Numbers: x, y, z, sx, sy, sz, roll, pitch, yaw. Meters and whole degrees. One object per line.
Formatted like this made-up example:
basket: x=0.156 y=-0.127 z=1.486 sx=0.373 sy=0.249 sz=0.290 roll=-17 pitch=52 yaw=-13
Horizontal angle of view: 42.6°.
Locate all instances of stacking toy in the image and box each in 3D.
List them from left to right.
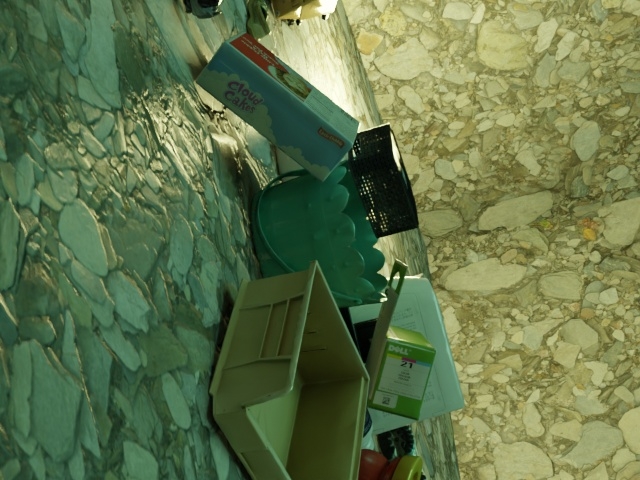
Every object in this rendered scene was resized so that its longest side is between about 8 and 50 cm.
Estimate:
stacking toy: x=0.052 y=0.509 z=1.380 sx=0.309 sy=0.130 sz=0.279 roll=-17 pitch=119 yaw=-66

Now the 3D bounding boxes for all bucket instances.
bucket: x=0.000 y=0.000 z=1.494 sx=0.281 sy=0.183 sz=0.281 roll=-15 pitch=90 yaw=-78

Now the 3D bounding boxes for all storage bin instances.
storage bin: x=-0.035 y=0.218 z=1.178 sx=0.260 sy=0.123 sz=0.262 roll=-79 pitch=153 yaw=-49
storage bin: x=0.116 y=-0.108 z=1.508 sx=0.122 sy=0.084 sz=0.180 roll=-91 pitch=161 yaw=-51

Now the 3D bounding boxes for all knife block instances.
knife block: x=-0.002 y=-0.627 z=2.093 sx=0.242 sy=0.275 sz=0.088 roll=-19 pitch=94 yaw=-48

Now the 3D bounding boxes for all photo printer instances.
photo printer: x=0.147 y=0.236 z=1.736 sx=0.107 sy=0.256 sz=0.307 roll=-176 pitch=-110 yaw=-83

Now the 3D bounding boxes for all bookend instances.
bookend: x=0.065 y=0.168 z=1.631 sx=0.072 sy=0.157 sz=0.156 roll=91 pitch=-14 yaw=-86

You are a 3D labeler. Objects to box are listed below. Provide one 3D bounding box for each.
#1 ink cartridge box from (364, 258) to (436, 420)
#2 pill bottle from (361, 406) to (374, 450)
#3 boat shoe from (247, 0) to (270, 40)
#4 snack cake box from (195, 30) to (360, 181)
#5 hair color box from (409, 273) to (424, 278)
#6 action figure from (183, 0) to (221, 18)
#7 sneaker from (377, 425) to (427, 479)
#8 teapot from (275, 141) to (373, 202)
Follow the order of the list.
ink cartridge box: x=0.154 y=0.173 z=1.493 sx=0.189 sy=0.097 sz=0.255 roll=-110 pitch=-144 yaw=-87
pill bottle: x=0.043 y=0.327 z=1.519 sx=0.094 sy=0.094 sz=0.169 roll=-83 pitch=156 yaw=-59
boat shoe: x=-0.129 y=-0.485 z=1.782 sx=0.153 sy=0.048 sz=0.056 roll=-89 pitch=161 yaw=-50
snack cake box: x=-0.065 y=-0.228 z=1.379 sx=0.264 sy=0.089 sz=0.152 roll=38 pitch=22 yaw=-7
hair color box: x=0.162 y=0.174 z=2.013 sx=0.374 sy=0.185 sz=0.114 roll=-21 pitch=96 yaw=-78
action figure: x=-0.209 y=-0.427 z=1.251 sx=0.285 sy=0.099 sz=0.185 roll=-77 pitch=145 yaw=-71
sneaker: x=0.214 y=0.579 z=1.977 sx=0.122 sy=0.110 sz=0.283 roll=64 pitch=17 yaw=-55
teapot: x=0.023 y=-0.161 z=1.771 sx=0.256 sy=0.187 sz=0.252 roll=-52 pitch=126 yaw=-74
